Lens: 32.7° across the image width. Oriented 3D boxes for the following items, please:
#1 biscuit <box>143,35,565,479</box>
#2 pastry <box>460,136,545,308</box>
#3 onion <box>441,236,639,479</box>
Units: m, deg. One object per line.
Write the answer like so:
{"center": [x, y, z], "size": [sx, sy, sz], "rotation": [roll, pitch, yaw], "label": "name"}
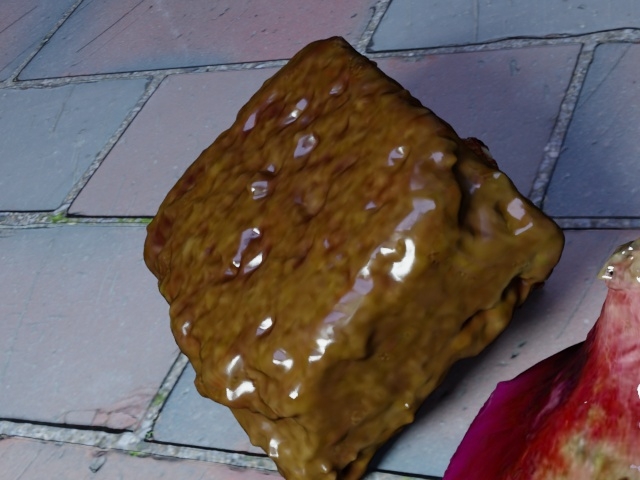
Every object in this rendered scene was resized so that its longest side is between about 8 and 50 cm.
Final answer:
{"center": [0.000, 0.000, 1.052], "size": [0.342, 0.166, 0.395], "rotation": [-46, 38, 4], "label": "biscuit"}
{"center": [0.159, -0.021, 1.119], "size": [0.115, 0.097, 0.208], "rotation": [-26, 38, 15], "label": "pastry"}
{"center": [0.223, 0.147, 0.658], "size": [0.348, 0.385, 0.347], "rotation": [-9, 26, 4], "label": "onion"}
